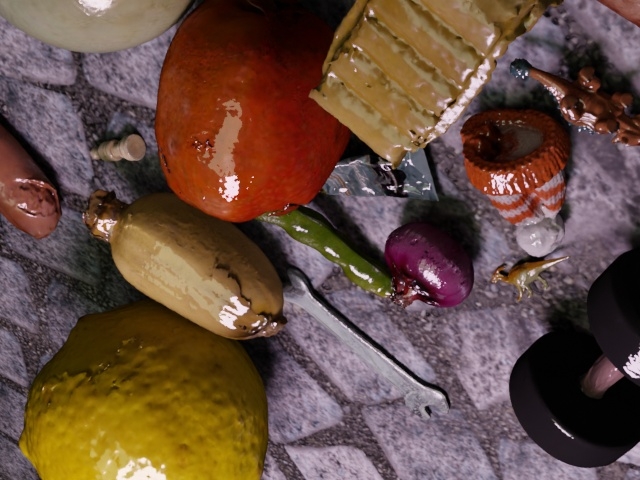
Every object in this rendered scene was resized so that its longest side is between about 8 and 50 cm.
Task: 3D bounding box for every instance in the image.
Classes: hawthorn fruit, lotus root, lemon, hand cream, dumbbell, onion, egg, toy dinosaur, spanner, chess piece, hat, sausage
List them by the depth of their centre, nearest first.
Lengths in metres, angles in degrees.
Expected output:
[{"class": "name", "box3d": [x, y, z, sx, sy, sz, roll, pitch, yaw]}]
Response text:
[{"class": "toy dinosaur", "box3d": [0.247, -0.130, 0.856, 0.154, 0.049, 0.055, 32, 177, 6]}, {"class": "egg", "box3d": [-0.243, -0.300, 0.921, 0.295, 0.218, 0.218, 10, 131, 40]}, {"class": "hawthorn fruit", "box3d": [-0.067, -0.167, 0.936, 0.211, 0.211, 0.299, 18, 123, 21]}, {"class": "hat", "box3d": [0.211, -0.052, 0.939, 0.112, 0.093, 0.162, 11, 150, 39]}, {"class": "dumbbell", "box3d": [0.313, 0.127, 0.958, 0.152, 0.152, 0.218, 34, 137, 4]}, {"class": "toy dinosaur", "box3d": [0.238, 0.043, 1.027, 0.113, 0.026, 0.041, -16, 98, 51]}, {"class": "onion", "box3d": [0.119, 0.033, 1.046, 0.115, 0.104, 0.115, 40, 174, 5]}, {"class": "hand cream", "box3d": [0.015, -0.082, 1.067, 0.248, 0.052, 0.075, -1, 148, 28]}, {"class": "lotus root", "box3d": [-0.169, 0.027, 1.214, 0.303, 0.131, 0.146, 32, 114, 5]}, {"class": "chess piece", "box3d": [-0.278, -0.121, 1.232, 0.092, 0.035, 0.035, -2, 124, 39]}, {"class": "spanner", "box3d": [0.054, 0.142, 1.245, 0.302, 0.017, 0.071, 41, 137, -4]}, {"class": "sausage", "box3d": [-0.519, -0.175, 1.303, 0.094, 0.094, 0.419, -34, 105, 19]}, {"class": "lemon", "box3d": [-0.235, 0.268, 1.309, 0.350, 0.350, 0.387, -23, 106, 44]}]

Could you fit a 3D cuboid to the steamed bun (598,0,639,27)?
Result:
[{"class": "steamed bun", "box3d": [0.299, -0.230, 0.704, 0.145, 0.106, 0.175, 29, 151, 3]}]

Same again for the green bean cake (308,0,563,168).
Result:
[{"class": "green bean cake", "box3d": [0.111, -0.197, 0.767, 0.131, 0.224, 0.230, 39, 141, -1]}]

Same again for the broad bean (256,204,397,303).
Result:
[{"class": "broad bean", "box3d": [0.000, -0.001, 1.105, 0.256, 0.053, 0.052, 36, 118, -22]}]
